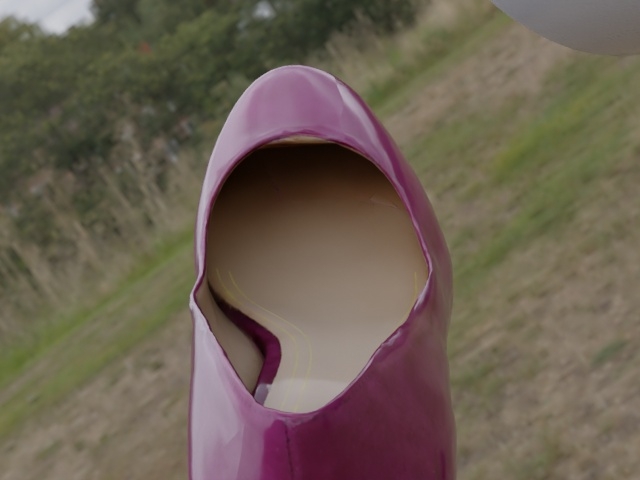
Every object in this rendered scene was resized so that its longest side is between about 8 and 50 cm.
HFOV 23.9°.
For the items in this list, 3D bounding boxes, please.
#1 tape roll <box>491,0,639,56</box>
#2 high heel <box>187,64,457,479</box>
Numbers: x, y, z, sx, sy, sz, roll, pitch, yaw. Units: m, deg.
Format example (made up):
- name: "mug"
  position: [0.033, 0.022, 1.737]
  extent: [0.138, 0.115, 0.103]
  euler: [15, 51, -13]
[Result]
- name: "tape roll"
  position: [0.161, -0.206, 0.586]
  extent: [0.246, 0.246, 0.169]
  euler: [-41, 18, -30]
- name: "high heel"
  position: [0.000, 0.000, 0.639]
  extent: [0.127, 0.181, 0.377]
  euler: [-9, 44, -2]
